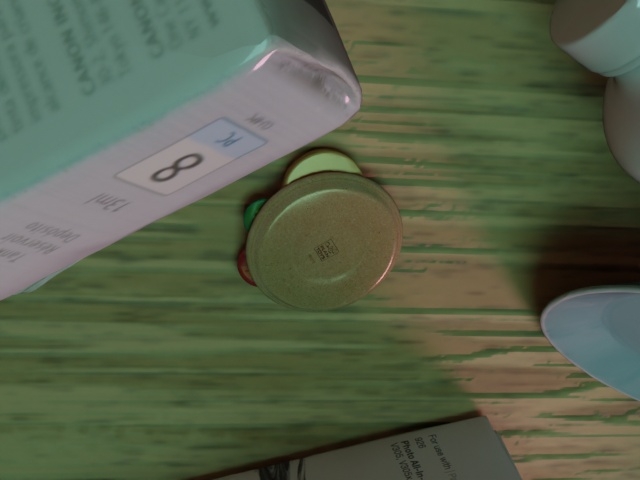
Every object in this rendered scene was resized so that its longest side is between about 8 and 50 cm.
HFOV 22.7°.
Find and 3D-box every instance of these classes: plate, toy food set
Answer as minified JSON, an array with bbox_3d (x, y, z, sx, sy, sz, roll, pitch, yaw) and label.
[{"bbox_3d":[0.206,0.058,0.820,0.188,0.188,0.024,32,69,-29],"label":"plate"},{"bbox_3d":[0.000,0.000,0.794,0.082,0.020,0.083,-43,122,11],"label":"toy food set"}]

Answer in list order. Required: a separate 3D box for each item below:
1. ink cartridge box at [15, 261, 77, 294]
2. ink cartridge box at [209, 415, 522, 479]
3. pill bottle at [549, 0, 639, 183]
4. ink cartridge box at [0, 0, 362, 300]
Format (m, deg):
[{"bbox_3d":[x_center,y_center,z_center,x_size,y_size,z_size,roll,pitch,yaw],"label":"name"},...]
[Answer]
[{"bbox_3d":[-0.133,-0.101,0.655,0.153,0.087,0.208,-33,123,4],"label":"ink cartridge box"},{"bbox_3d":[-0.018,0.237,0.870,0.289,0.121,0.211,-13,122,-8],"label":"ink cartridge box"},{"bbox_3d":[0.235,-0.053,0.742,0.264,0.146,0.146,35,106,-17],"label":"pill bottle"},{"bbox_3d":[-0.216,-0.099,0.531,0.385,0.308,0.091,-26,165,15],"label":"ink cartridge box"}]
